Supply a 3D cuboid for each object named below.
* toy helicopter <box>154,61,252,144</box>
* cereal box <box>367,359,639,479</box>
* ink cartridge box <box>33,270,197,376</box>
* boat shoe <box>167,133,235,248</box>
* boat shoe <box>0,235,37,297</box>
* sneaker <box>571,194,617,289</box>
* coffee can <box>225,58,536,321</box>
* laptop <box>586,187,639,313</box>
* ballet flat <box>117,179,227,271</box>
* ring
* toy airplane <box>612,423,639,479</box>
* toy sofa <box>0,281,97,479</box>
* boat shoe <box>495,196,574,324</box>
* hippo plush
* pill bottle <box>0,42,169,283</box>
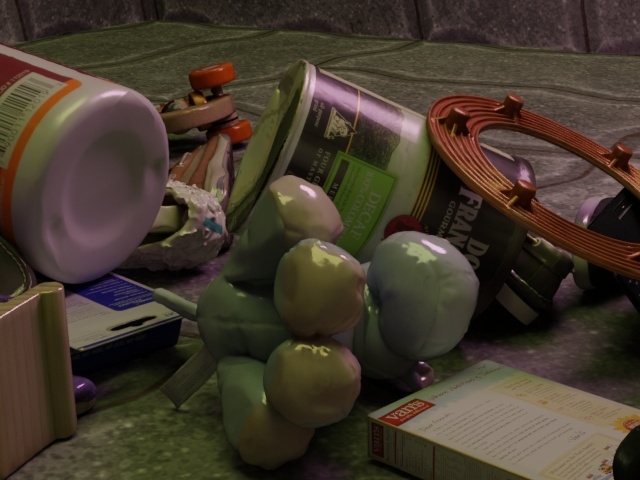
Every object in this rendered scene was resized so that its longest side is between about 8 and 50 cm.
[{"bbox_3d":[-0.311,-0.216,2.305,0.235,0.140,0.355,-28,20,-38],"label":"toy helicopter"},{"bbox_3d":[0.182,0.173,1.067,0.173,0.047,0.240,-17,23,-41],"label":"cereal box"},{"bbox_3d":[-0.279,0.083,1.375,0.165,0.065,0.332,-16,21,-39],"label":"ink cartridge box"},{"bbox_3d":[-0.181,-0.076,1.792,0.116,0.123,0.324,-4,16,-1],"label":"boat shoe"},{"bbox_3d":[-0.431,-0.025,1.251,0.335,0.095,0.112,30,58,-1],"label":"boat shoe"},{"bbox_3d":[0.406,-0.005,1.521,0.146,0.105,0.295,3,13,32],"label":"sneaker"},{"bbox_3d":[0.062,-0.048,1.364,0.275,0.202,0.201,23,12,-14],"label":"coffee can"},{"bbox_3d":[0.431,0.035,1.336,0.136,0.264,0.234,-37,-2,30],"label":"laptop"},{"bbox_3d":[-0.321,-0.035,1.587,0.408,0.147,0.147,0,17,6],"label":"ballet flat"},{"bbox_3d":[0.266,-0.067,1.323,0.336,0.032,0.337,21,26,-11],"label":"ring"},{"bbox_3d":[0.397,0.148,0.754,0.384,0.272,0.386,-4,46,39],"label":"toy airplane"},{"bbox_3d":[-0.398,0.098,1.190,0.362,0.150,0.177,6,20,23],"label":"toy sofa"},{"bbox_3d":[0.235,-0.003,1.491,0.109,0.091,0.305,41,16,-14],"label":"boat shoe"},{"bbox_3d":[0.020,0.097,1.165,0.236,0.234,0.294,8,-33,-31],"label":"hippo plush"},{"bbox_3d":[-0.386,-0.115,1.438,0.392,0.224,0.224,21,27,29],"label":"pill bottle"}]
